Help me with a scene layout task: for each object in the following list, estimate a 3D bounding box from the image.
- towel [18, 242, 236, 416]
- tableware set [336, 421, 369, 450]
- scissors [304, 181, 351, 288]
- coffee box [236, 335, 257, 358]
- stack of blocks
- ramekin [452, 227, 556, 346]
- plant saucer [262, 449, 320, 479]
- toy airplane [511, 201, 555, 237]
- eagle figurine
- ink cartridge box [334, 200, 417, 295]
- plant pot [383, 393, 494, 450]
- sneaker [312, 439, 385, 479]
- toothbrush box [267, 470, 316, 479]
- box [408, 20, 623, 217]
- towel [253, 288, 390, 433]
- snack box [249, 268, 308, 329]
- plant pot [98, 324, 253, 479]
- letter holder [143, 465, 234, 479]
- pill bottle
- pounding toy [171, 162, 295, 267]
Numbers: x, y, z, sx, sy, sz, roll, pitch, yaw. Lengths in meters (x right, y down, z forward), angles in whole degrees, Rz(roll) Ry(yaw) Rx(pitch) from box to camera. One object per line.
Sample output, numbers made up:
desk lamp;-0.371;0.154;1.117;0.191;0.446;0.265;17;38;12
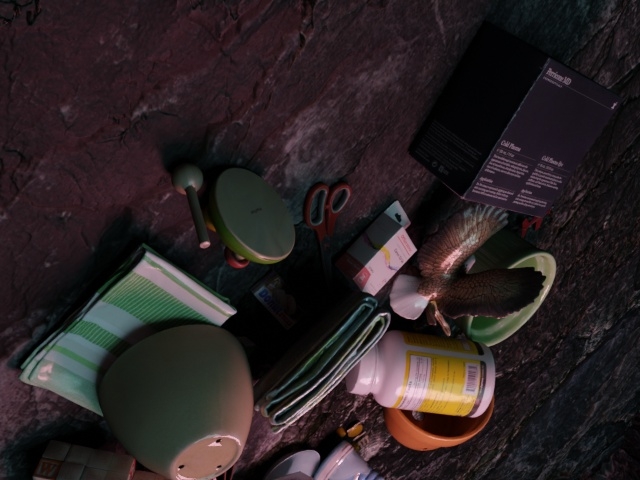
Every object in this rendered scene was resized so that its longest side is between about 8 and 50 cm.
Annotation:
towel;-0.337;0.177;1.404;0.325;0.038;0.248;-44;130;8
tableware set;0.080;0.560;2.221;0.104;0.024;0.154;-34;142;-9
scissors;0.000;0.000;1.633;0.109;0.021;0.297;-19;137;-33
coffee box;-0.208;0.247;1.604;0.113;0.040;0.184;-53;161;9
stack of blocks;-0.393;0.501;1.530;0.297;0.087;0.171;12;127;0
ramekin;0.446;0.113;2.040;0.303;0.148;0.304;-25;138;-24
plant saucer;-0.090;0.618;2.102;0.194;0.037;0.195;-25;139;-24
toy airplane;0.570;-0.063;2.090;0.151;0.028;0.151;-26;140;-24
eagle figurine;0.316;0.070;1.775;0.226;0.225;0.298;28;146;-24
ink cartridge box;0.136;0.021;1.727;0.198;0.067;0.115;-47;144;-6
plant pot;0.290;0.431;2.107;0.290;0.291;0.204;-22;153;-27
sneaker;0.068;0.720;2.177;0.127;0.208;0.319;-34;154;-47
toothbrush box;-0.100;0.759;2.004;0.206;0.122;0.284;-3;98;-41
box;0.413;-0.240;1.658;0.343;0.179;0.313;9;119;-47
towel;-0.003;0.239;1.630;0.320;0.090;0.374;-44;-178;-5
snack box;-0.085;0.127;1.665;0.064;0.022;0.178;-40;143;-4
plant pot;-0.235;0.320;1.418;0.284;0.191;0.284;-18;136;-18
letter holder;-0.250;0.495;1.673;0.152;0.214;0.302;-28;141;-42
pill bottle;0.237;0.319;1.922;0.333;0.188;0.188;10;123;-11
pounding toy;-0.163;-0.026;1.362;0.110;0.183;0.236;-35;150;32
